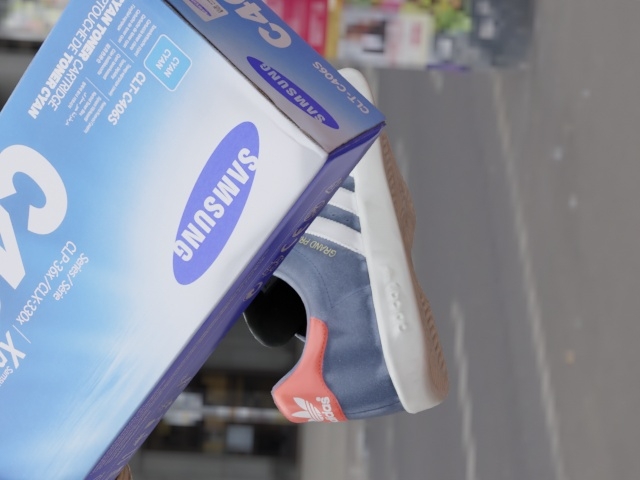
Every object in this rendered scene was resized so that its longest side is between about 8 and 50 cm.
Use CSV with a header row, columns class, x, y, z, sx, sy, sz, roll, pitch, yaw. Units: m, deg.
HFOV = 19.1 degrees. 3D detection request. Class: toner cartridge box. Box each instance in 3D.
class,x,y,z,sx,sy,sz,roll,pitch,yaw
toner cartridge box,-0.126,0.008,1.071,0.348,0.165,0.075,-53,-10,32

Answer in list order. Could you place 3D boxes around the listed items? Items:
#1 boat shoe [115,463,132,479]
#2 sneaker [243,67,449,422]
class,x,y,z,sx,sy,sz,roll,pitch,yaw
boat shoe,-0.314,0.228,1.485,0.123,0.342,0.123,59,168,33
sneaker,0.000,0.000,1.535,0.350,0.148,0.131,-98,-13,-45
